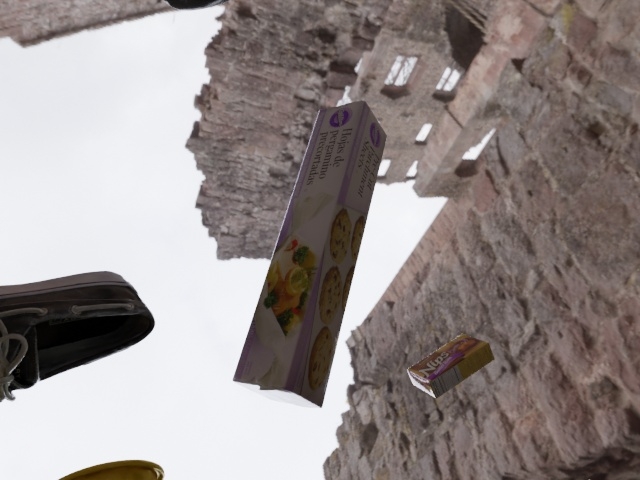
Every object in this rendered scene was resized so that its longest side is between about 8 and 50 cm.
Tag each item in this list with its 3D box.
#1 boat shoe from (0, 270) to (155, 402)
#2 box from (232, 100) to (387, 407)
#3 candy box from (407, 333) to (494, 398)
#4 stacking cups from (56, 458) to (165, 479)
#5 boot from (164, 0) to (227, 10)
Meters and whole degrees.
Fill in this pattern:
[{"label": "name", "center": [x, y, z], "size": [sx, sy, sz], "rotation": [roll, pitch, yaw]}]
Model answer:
[{"label": "boat shoe", "center": [-0.330, 0.115, 0.513], "size": [0.306, 0.113, 0.105], "rotation": [-7, -150, -44]}, {"label": "box", "center": [0.000, 0.000, 0.501], "size": [0.063, 0.067, 0.324], "rotation": [-3, -122, 33]}, {"label": "candy box", "center": [0.324, 0.310, 1.220], "size": [0.187, 0.109, 0.053], "rotation": [-26, -80, -16]}, {"label": "stacking cups", "center": [-0.121, 0.310, 0.297], "size": [0.096, 0.096, 0.316], "rotation": [-2, -132, -27]}, {"label": "boot", "center": [-0.154, -0.513, 0.834], "size": [0.112, 0.305, 0.115], "rotation": [34, -145, -53]}]
